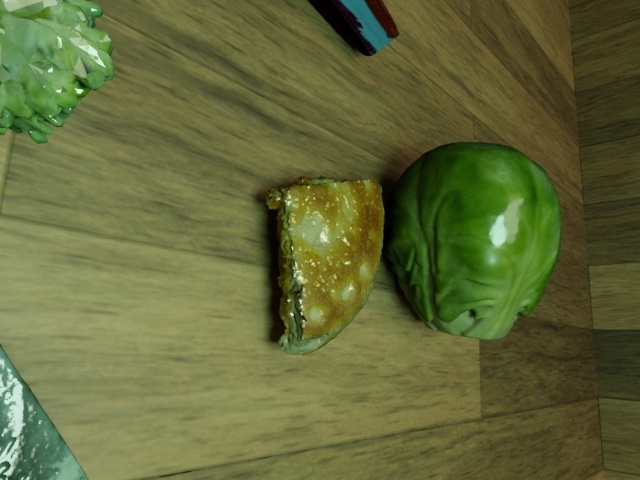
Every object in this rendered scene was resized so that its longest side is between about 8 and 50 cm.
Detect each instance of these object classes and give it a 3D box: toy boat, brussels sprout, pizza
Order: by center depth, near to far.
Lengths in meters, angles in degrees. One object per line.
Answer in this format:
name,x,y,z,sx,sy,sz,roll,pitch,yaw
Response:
pizza,0.000,0.000,0.707,0.226,0.086,0.335,46,50,-27
toy boat,-0.015,-0.441,0.751,0.392,0.136,0.079,35,91,-40
brussels sprout,0.259,0.008,0.848,0.281,0.289,0.354,-11,104,-35

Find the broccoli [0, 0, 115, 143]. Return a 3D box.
broccoli,-0.310,-0.124,0.259,0.317,0.277,0.338,47,58,-57

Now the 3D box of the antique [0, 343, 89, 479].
antique,-0.269,0.156,0.379,0.088,0.086,0.183,-39,112,-43
